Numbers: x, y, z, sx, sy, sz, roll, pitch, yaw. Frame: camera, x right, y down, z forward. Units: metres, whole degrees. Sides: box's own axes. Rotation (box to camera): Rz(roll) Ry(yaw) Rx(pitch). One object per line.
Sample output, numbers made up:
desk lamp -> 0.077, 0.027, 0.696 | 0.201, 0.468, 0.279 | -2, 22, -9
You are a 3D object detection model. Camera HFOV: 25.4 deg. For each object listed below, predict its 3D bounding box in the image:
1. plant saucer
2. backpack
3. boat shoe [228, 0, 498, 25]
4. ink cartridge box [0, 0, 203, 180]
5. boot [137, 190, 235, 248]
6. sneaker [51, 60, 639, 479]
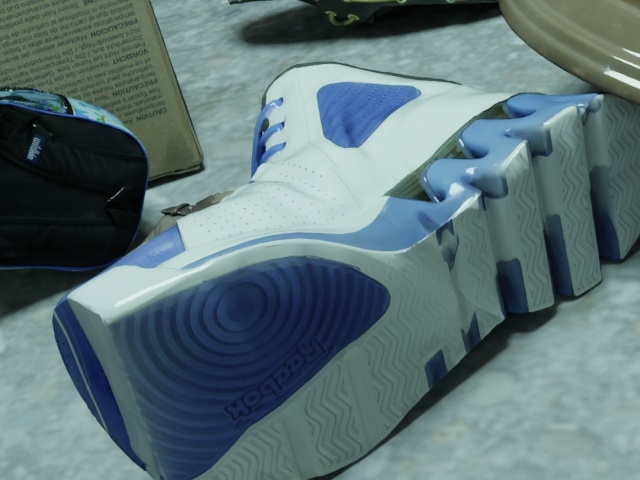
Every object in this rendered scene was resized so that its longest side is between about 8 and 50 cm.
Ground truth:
plant saucer -> 0.235, -0.118, 0.765 | 0.278, 0.041, 0.278 | 8, 29, -4
backpack -> -0.165, -0.038, 0.838 | 0.114, 0.105, 0.084 | 7, 17, -31
boat shoe -> 0.036, -0.188, 1.018 | 0.228, 0.068, 0.081 | -7, 17, 12
ink cartridge box -> -0.215, -0.110, 0.893 | 0.235, 0.193, 0.088 | -18, 31, -4
boot -> -0.064, 0.007, 0.787 | 0.087, 0.042, 0.118 | -38, 31, -17
sneaker -> 0.001, -0.001, 0.721 | 0.316, 0.127, 0.182 | -26, 30, -28
